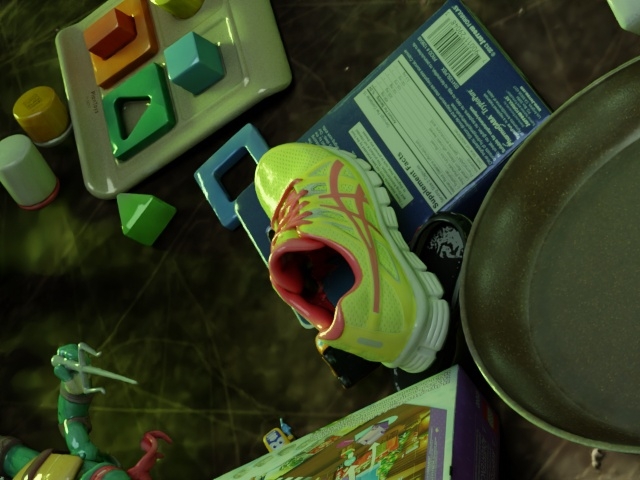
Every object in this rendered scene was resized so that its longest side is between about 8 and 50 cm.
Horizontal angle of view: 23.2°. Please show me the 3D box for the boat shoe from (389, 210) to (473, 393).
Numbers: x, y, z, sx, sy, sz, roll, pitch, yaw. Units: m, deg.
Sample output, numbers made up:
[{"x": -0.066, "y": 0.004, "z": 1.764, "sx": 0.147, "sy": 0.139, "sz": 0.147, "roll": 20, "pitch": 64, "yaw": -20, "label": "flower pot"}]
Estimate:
[{"x": 0.070, "y": 0.045, "z": 1.027, "sx": 0.049, "sy": 0.042, "sz": 0.133, "roll": 16, "pitch": 97, "yaw": 16, "label": "boat shoe"}]

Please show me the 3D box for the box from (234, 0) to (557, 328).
[{"x": 0.051, "y": -0.050, "z": 1.097, "sx": 0.225, "sy": 0.036, "sz": 0.136, "roll": -41, "pitch": 54, "yaw": 13, "label": "box"}]

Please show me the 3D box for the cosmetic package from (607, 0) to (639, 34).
[{"x": 0.201, "y": -0.351, "z": 0.915, "sx": 0.230, "sy": 0.161, "sz": 0.453, "roll": -35, "pitch": 65, "yaw": 28, "label": "cosmetic package"}]

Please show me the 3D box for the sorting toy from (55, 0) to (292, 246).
[{"x": -0.131, "y": -0.153, "z": 1.253, "sx": 0.196, "sy": 0.047, "sz": 0.347, "roll": -29, "pitch": 58, "yaw": 21, "label": "sorting toy"}]

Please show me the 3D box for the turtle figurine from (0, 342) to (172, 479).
[{"x": -0.206, "y": 0.176, "z": 1.126, "sx": 0.234, "sy": 0.118, "sz": 0.175, "roll": -16, "pitch": 36, "yaw": 45, "label": "turtle figurine"}]

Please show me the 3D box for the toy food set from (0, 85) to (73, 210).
[{"x": -0.296, "y": -0.025, "z": 1.304, "sx": 0.232, "sy": 0.104, "sz": 0.111, "roll": -28, "pitch": 42, "yaw": 1, "label": "toy food set"}]

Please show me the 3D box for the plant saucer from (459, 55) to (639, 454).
[{"x": 0.230, "y": 0.000, "z": 0.904, "sx": 0.311, "sy": 0.050, "sz": 0.310, "roll": -22, "pitch": 41, "yaw": 21, "label": "plant saucer"}]

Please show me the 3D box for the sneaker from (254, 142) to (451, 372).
[{"x": 0.000, "y": 0.000, "z": 1.014, "sx": 0.208, "sy": 0.094, "sz": 0.081, "roll": 52, "pitch": 125, "yaw": 43, "label": "sneaker"}]

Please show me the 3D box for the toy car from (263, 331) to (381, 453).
[{"x": -0.010, "y": 0.098, "z": 1.065, "sx": 0.122, "sy": 0.060, "sz": 0.040, "roll": -47, "pitch": 50, "yaw": 10, "label": "toy car"}]

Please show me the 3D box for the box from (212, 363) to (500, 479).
[{"x": -0.027, "y": 0.212, "z": 0.971, "sx": 0.293, "sy": 0.057, "sz": 0.201, "roll": -28, "pitch": 24, "yaw": 23, "label": "box"}]
